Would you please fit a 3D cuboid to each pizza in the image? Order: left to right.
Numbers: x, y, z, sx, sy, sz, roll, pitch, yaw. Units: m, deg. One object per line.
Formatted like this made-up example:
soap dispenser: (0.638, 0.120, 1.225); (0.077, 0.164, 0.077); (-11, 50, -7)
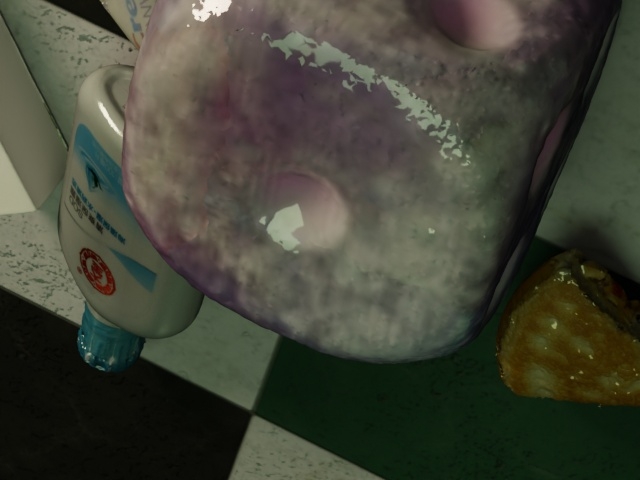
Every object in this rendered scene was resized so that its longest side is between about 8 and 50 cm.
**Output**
pizza: (0.242, 0.084, 1.437); (0.199, 0.062, 0.188); (23, 147, 1)

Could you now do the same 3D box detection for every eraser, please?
eraser: (-0.311, -0.161, 1.506); (0.078, 0.076, 0.298); (-3, 125, 30)

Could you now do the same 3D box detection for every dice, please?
dice: (0.037, -0.101, 1.238); (0.270, 0.271, 0.270); (23, 134, 9)

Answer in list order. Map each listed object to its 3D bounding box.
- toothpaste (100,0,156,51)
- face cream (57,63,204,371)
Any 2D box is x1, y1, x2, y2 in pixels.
toothpaste: (-0.138, -0.209, 1.394); (0.099, 0.068, 0.282); (-33, 102, 13)
face cream: (-0.161, 0.002, 1.542); (0.163, 0.080, 0.336); (45, 146, 17)
